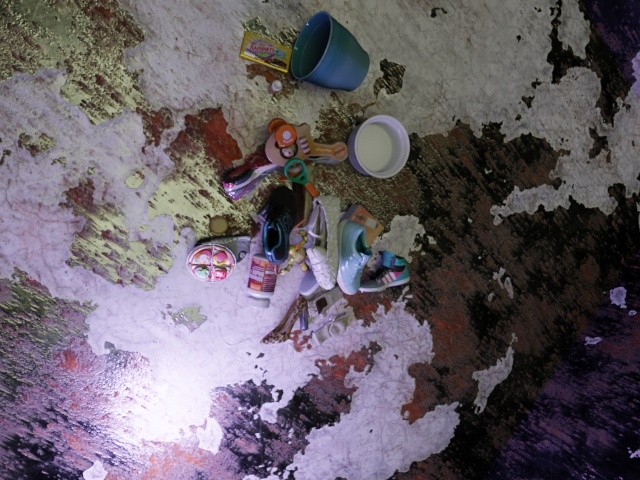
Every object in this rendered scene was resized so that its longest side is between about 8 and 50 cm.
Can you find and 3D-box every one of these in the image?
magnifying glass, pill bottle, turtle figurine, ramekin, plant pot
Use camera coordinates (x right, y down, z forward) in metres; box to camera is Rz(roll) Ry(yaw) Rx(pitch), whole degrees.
[{"bbox_3d":[-0.072,-0.252,1.760,0.092,0.026,0.231,-42,135,1],"label":"magnifying glass"},{"bbox_3d":[-0.190,-0.638,1.781,0.043,0.083,0.044,-3,99,-20],"label":"pill bottle"},{"bbox_3d":[-0.081,0.053,1.862,0.270,0.087,0.217,-64,148,-8],"label":"turtle figurine"},{"bbox_3d":[0.255,-0.424,1.955,0.276,0.135,0.278,-3,98,-21],"label":"ramekin"},{"bbox_3d":[0.058,-0.754,1.777,0.255,0.271,0.272,13,92,-36],"label":"plant pot"},{"bbox_3d":[-0.251,0.174,1.848,0.121,0.121,0.221,10,93,-22],"label":"pill bottle"}]

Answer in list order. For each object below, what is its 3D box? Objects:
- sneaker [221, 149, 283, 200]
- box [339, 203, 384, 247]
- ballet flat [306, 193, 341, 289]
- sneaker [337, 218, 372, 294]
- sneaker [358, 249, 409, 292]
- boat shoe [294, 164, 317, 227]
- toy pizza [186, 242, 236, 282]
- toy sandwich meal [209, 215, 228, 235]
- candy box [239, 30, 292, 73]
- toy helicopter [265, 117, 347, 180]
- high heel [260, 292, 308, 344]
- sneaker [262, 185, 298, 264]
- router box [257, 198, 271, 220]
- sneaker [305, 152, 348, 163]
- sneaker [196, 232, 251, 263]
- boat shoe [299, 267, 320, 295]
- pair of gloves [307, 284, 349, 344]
[{"bbox_3d":[-0.279,-0.283,1.792,0.299,0.121,0.112,-34,144,-24],"label":"sneaker"},{"bbox_3d":[0.186,-0.068,2.001,0.170,0.091,0.130,41,82,-21],"label":"box"},{"bbox_3d":[0.000,0.000,1.819,0.146,0.147,0.410,6,82,-22],"label":"ballet flat"},{"bbox_3d":[0.154,0.090,1.892,0.135,0.150,0.366,-31,123,-40],"label":"sneaker"},{"bbox_3d":[0.303,0.139,2.053,0.295,0.123,0.179,-13,107,-28],"label":"sneaker"},{"bbox_3d":[-0.061,-0.194,1.881,0.089,0.104,0.286,2,95,-39],"label":"boat shoe"},{"bbox_3d":[-0.449,0.100,1.764,0.201,0.032,0.202,-6,125,-8],"label":"toy pizza"},{"bbox_3d":[-0.428,-0.062,1.799,0.085,0.029,0.086,1,88,-15],"label":"toy sandwich meal"},{"bbox_3d":[-0.226,-0.781,1.779,0.205,0.027,0.105,12,90,-22],"label":"candy box"},{"bbox_3d":[-0.055,-0.363,1.762,0.354,0.140,0.235,-1,115,-22],"label":"toy helicopter"},{"bbox_3d":[-0.168,0.351,1.913,0.261,0.093,0.187,-17,110,-35],"label":"high heel"},{"bbox_3d":[-0.166,-0.078,1.749,0.124,0.140,0.341,0,72,9],"label":"sneaker"},{"bbox_3d":[-0.199,-0.132,1.871,0.092,0.038,0.122,44,81,-19],"label":"router box"},{"bbox_3d":[0.020,-0.383,1.898,0.237,0.086,0.085,-4,97,-22],"label":"sneaker"},{"bbox_3d":[-0.399,0.048,1.796,0.228,0.086,0.132,-7,102,-21],"label":"sneaker"},{"bbox_3d":[0.027,0.142,1.962,0.306,0.113,0.105,-54,127,-21],"label":"boat shoe"},{"bbox_3d":[0.042,0.354,2.012,0.204,0.042,0.240,-22,106,-28],"label":"pair of gloves"}]
